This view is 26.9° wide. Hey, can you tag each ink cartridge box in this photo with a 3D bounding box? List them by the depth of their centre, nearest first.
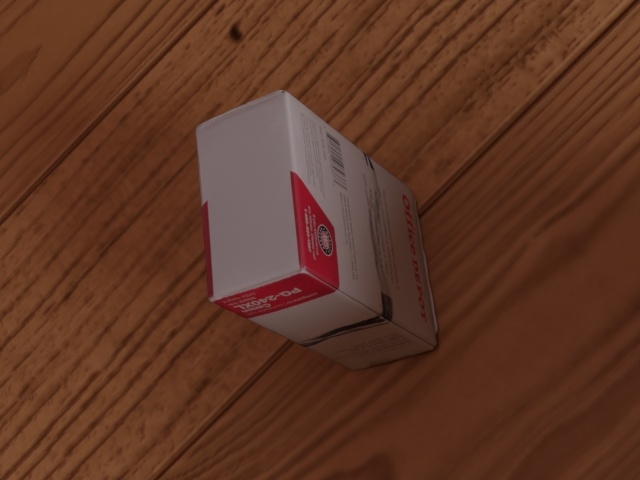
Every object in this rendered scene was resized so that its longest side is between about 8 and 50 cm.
[{"bbox_3d":[0.000,0.000,0.754,0.063,0.150,0.109,-20,61,25],"label":"ink cartridge box"}]
